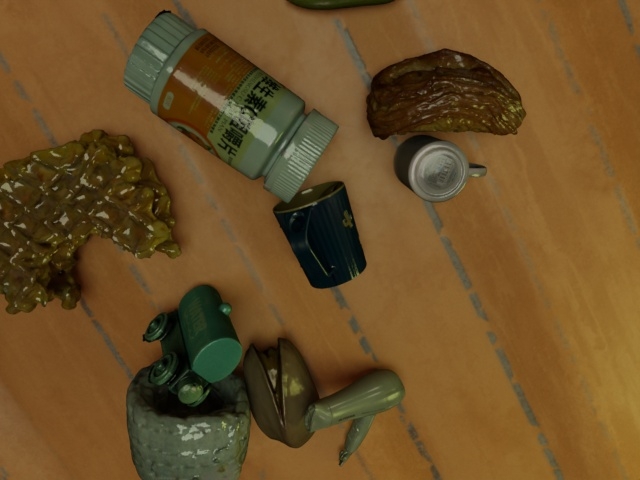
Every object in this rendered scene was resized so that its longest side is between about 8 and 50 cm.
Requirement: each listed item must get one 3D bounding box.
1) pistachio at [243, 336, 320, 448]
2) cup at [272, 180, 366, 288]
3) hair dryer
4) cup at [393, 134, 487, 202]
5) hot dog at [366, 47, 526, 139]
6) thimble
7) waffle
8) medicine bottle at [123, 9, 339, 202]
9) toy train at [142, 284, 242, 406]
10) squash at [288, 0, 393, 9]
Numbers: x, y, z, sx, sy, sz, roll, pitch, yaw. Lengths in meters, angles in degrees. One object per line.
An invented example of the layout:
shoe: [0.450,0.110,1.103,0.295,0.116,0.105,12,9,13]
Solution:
pistachio: [-0.074,0.282,0.921,0.129,0.131,0.206,-18,100,-5]
cup: [0.000,0.000,0.844,0.131,0.176,0.155,-15,109,23]
hair dryer: [0.047,0.362,0.947,0.206,0.075,0.237,-11,128,-33]
cup: [0.199,-0.131,0.832,0.136,0.133,0.099,-24,105,5]
hot dog: [0.206,-0.235,0.799,0.259,0.175,0.114,-4,126,-2]
thimble: [-0.230,0.329,0.877,0.250,0.205,0.172,19,112,35]
waffle: [-0.417,-0.030,0.842,0.324,0.151,0.261,-27,96,2]
medicine bottle: [-0.141,-0.211,0.799,0.318,0.158,0.158,34,100,-6]
toy train: [-0.212,0.166,0.846,0.159,0.248,0.101,-44,119,-3]
squash: [0.041,-0.413,0.807,0.201,0.066,0.066,-4,102,4]
